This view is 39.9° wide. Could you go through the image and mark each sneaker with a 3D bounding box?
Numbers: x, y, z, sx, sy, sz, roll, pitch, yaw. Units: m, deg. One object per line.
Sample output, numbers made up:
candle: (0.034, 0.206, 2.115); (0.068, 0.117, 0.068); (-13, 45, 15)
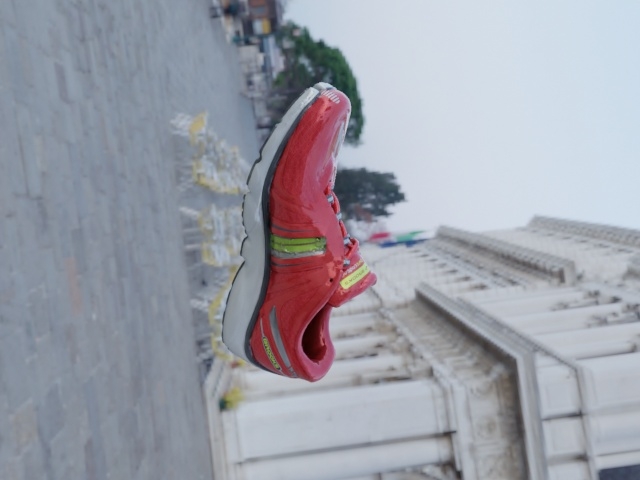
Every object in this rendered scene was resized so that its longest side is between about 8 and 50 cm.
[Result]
sneaker: (0.000, 0.000, 0.776); (0.107, 0.118, 0.279); (-34, 140, -56)
